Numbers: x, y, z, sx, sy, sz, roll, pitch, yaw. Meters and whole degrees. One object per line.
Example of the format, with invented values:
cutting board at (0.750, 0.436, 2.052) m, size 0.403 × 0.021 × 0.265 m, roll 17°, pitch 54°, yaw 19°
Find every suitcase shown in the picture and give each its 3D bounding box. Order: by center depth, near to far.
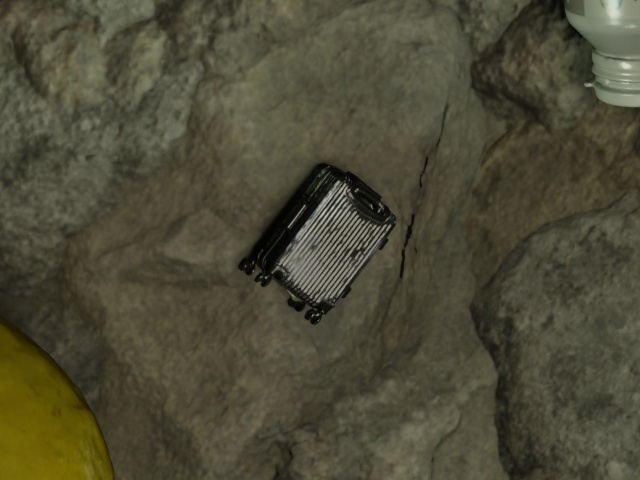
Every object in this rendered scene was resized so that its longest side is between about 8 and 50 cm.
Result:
suitcase at (0.000, 0.000, 1.434) m, size 0.086 × 0.059 × 0.126 m, roll 38°, pitch 89°, yaw -28°

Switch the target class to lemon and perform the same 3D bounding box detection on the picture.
lemon at (-0.293, 0.187, 1.263) m, size 0.285 × 0.285 × 0.316 m, roll -1°, pitch 112°, yaw -21°

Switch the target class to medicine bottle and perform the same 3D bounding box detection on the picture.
medicine bottle at (0.277, -0.230, 1.423) m, size 0.135 × 0.135 × 0.215 m, roll -14°, pitch 112°, yaw -17°
